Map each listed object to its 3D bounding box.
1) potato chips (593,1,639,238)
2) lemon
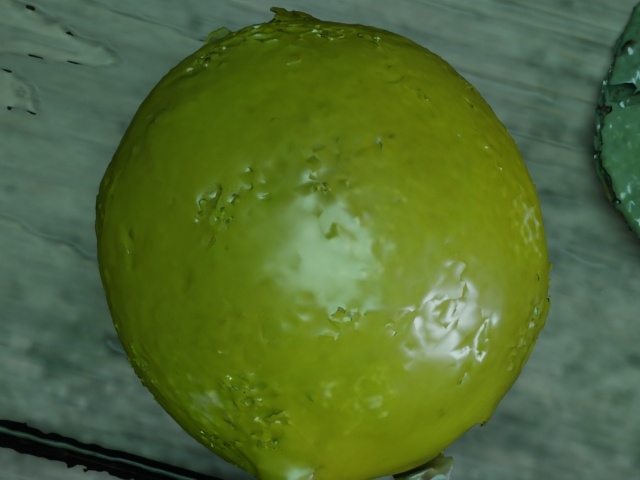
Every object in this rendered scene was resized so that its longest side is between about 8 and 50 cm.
[{"bbox_3d":[0.203,-0.092,0.622,0.228,0.059,0.167,-54,46,26],"label":"potato chips"},{"bbox_3d":[0.000,0.000,0.589,0.174,0.173,0.206,-15,70,-3],"label":"lemon"}]
